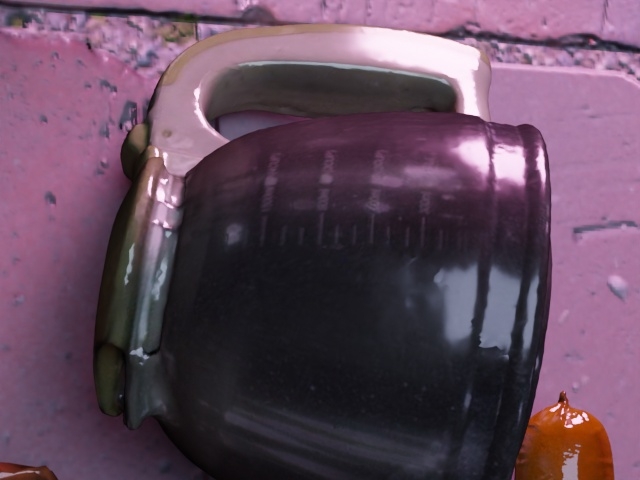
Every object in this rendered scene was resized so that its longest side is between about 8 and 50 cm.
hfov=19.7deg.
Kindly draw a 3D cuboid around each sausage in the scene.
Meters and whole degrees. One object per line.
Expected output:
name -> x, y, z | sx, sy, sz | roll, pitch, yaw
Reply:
sausage -> 0.145, 0.180, 1.097 | 0.062, 0.054, 0.183 | -3, 74, 12

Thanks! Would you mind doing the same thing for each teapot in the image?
teapot -> 0.002, -0.001, 1.006 | 0.239, 0.239, 0.321 | 10, 75, -3

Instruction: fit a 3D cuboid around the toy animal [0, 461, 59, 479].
toy animal -> -0.219, 0.234, 0.891 | 0.169, 0.195, 0.281 | -8, 67, 18
